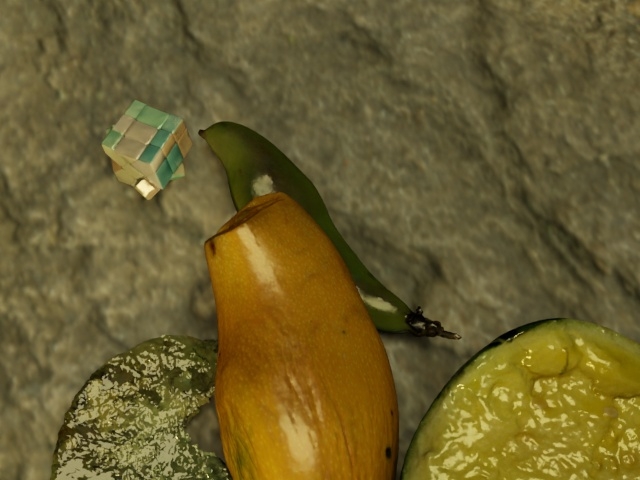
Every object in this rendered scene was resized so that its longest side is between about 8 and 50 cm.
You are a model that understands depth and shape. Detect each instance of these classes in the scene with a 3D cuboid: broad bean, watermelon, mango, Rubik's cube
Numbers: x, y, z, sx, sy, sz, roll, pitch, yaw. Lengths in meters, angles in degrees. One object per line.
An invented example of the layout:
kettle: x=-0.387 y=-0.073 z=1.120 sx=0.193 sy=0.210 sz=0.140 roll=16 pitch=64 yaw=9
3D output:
broad bean: x=-0.001 y=0.003 z=1.709 sx=0.325 sy=0.067 sz=0.075 roll=45 pitch=99 yaw=6
watermelon: x=0.212 y=0.249 z=1.585 sx=0.330 sy=0.189 sz=0.331 roll=5 pitch=77 yaw=-21
mango: x=-0.015 y=0.127 z=1.598 sx=0.187 sy=0.144 sz=0.359 roll=15 pitch=60 yaw=-50
Rubik's cube: x=-0.167 y=-0.087 z=1.708 sx=0.075 sy=0.073 sz=0.084 roll=-43 pitch=57 yaw=-14

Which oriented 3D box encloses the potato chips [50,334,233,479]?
potato chips: x=-0.145 y=0.191 z=1.626 sx=0.202 sy=0.029 sz=0.220 roll=4 pitch=71 yaw=-6
